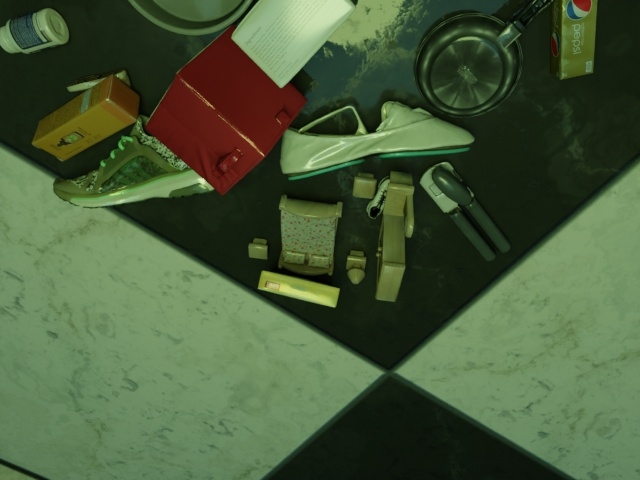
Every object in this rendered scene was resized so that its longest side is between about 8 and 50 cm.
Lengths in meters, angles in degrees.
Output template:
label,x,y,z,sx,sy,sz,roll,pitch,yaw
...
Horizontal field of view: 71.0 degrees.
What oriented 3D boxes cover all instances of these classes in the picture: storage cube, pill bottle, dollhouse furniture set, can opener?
label,x,y,z,sx,sy,sz,roll,pitch,yaw
storage cube,-0.176,-0.239,0.848,0.193,0.215,0.183,42,142,-17
pill bottle,-0.573,-0.412,0.892,0.120,0.067,0.067,-9,119,11
dollhouse furniture set,0.000,0.000,0.970,0.355,0.174,0.303,7,136,2
can opener,0.325,-0.053,0.993,0.076,0.095,0.283,-36,111,24

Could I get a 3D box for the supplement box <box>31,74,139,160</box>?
label,x,y,z,sx,sy,sz,roll,pitch,yaw
supplement box,-0.494,-0.253,0.946,0.233,0.080,0.078,-20,150,21

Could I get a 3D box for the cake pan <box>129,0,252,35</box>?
label,x,y,z,sx,sy,sz,roll,pitch,yaw
cake pan,-0.237,-0.526,0.797,0.293,0.054,0.293,3,121,5

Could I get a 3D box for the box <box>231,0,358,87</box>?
label,x,y,z,sx,sy,sz,roll,pitch,yaw
box,-0.038,-0.388,0.783,0.119,0.181,0.182,42,116,-18

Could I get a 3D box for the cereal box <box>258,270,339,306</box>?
label,x,y,z,sx,sy,sz,roll,pitch,yaw
cereal box,-0.051,0.112,1.059,0.173,0.240,0.047,13,85,-1

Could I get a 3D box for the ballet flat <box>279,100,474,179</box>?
label,x,y,z,sx,sy,sz,roll,pitch,yaw
ballet flat,0.103,-0.215,0.914,0.400,0.139,0.139,-8,119,11

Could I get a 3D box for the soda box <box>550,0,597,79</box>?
label,x,y,z,sx,sy,sz,roll,pitch,yaw
soda box,0.450,-0.390,0.801,0.058,0.061,0.181,-8,119,11

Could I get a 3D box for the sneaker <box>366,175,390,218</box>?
label,x,y,z,sx,sy,sz,roll,pitch,yaw
sneaker,0.141,-0.095,1.019,0.040,0.044,0.109,23,119,-6

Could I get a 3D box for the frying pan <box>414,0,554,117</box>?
label,x,y,z,sx,sy,sz,roll,pitch,yaw
frying pan,0.330,-0.335,0.820,0.326,0.053,0.197,-14,123,30

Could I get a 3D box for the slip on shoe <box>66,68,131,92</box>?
label,x,y,z,sx,sy,sz,roll,pitch,yaw
slip on shoe,-0.465,-0.325,0.946,0.135,0.051,0.041,-11,130,6

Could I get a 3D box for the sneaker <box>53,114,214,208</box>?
label,x,y,z,sx,sy,sz,roll,pitch,yaw
sneaker,-0.395,-0.179,0.990,0.410,0.158,0.182,-7,102,6
